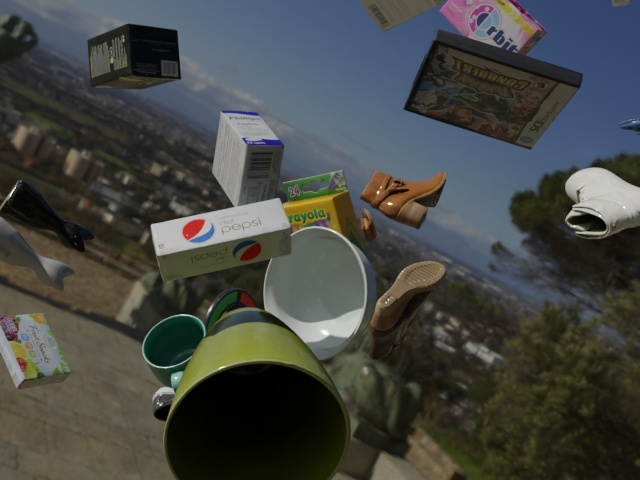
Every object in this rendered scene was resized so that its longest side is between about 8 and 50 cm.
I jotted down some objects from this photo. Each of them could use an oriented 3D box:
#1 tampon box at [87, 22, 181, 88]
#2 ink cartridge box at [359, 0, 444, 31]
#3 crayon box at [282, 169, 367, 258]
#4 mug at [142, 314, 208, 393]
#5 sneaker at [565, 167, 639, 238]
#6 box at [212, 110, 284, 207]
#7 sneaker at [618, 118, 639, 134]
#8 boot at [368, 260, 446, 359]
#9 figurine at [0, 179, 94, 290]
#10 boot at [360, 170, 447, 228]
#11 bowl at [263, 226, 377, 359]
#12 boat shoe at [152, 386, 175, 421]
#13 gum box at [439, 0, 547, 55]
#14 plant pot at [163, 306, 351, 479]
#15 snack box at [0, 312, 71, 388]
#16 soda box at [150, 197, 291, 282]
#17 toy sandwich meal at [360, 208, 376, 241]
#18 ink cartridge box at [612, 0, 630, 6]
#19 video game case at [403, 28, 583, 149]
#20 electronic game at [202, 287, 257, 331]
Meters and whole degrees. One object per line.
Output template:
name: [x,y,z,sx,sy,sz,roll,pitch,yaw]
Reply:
tampon box: [-0.378,-0.367,1.721,0.120,0.101,0.161,-5,2,-43]
ink cartridge box: [0.179,-0.713,2.263,0.239,0.060,0.275,-13,-54,48]
crayon box: [0.000,0.000,2.165,0.203,0.323,0.083,-9,11,37]
mug: [-0.274,0.234,1.647,0.129,0.158,0.097,8,-41,25]
sneaker: [0.631,-0.089,2.000,0.169,0.108,0.292,-18,21,-16]
box: [-0.127,-0.140,1.469,0.072,0.126,0.137,-4,35,-27]
sneaker: [0.813,-0.273,2.106,0.144,0.059,0.053,8,12,24]
boot: [0.215,0.176,2.170,0.090,0.248,0.207,39,-35,30]
figurine: [-0.618,-0.002,1.866,0.209,0.092,0.215,34,36,-19]
boot: [0.191,-0.120,1.915,0.152,0.073,0.197,27,45,14]
bowl: [0.022,0.118,1.918,0.298,0.298,0.134,30,17,36]
boat shoe: [-0.245,0.365,1.801,0.228,0.080,0.076,13,26,-8]
gum box: [0.331,-0.429,1.649,0.188,0.107,0.062,50,29,14]
plant pot: [-0.108,0.235,1.375,0.275,0.275,0.293,26,18,-17]
snack box: [-0.537,0.203,1.575,0.100,0.037,0.141,1,49,-53]
soda box: [-0.159,-0.001,1.373,0.216,0.069,0.074,-12,49,-12]
toy sandwich meal: [0.107,-0.034,1.977,0.085,0.029,0.085,160,-90,-87]
ink cartridge box: [0.645,-0.660,1.859,0.045,0.208,0.206,-7,-29,16]
video game case: [0.315,-0.278,1.606,0.275,0.035,0.248,17,-22,-1]
electronic game: [-0.215,0.227,2.029,0.048,0.229,0.229,7,-7,30]
